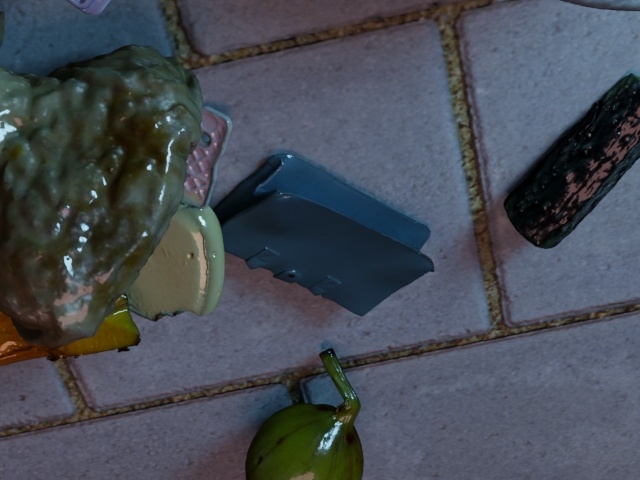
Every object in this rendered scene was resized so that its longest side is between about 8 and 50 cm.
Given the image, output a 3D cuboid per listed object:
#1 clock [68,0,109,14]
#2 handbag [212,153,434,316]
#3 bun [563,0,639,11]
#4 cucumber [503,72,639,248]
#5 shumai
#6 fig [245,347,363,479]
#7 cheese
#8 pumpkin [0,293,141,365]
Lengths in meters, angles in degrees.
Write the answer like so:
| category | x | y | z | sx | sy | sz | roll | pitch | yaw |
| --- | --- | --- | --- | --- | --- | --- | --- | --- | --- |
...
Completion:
| category | x | y | z | sx | sy | sz | roll | pitch | yaw |
| --- | --- | --- | --- | --- | --- | --- | --- | --- | --- |
| clock | -0.219 | -0.296 | 1.372 | 0.193 | 0.073 | 0.144 | 36 | 124 | -12 |
| handbag | 0.000 | 0.000 | 1.778 | 0.221 | 0.057 | 0.144 | 24 | 136 | -31 |
| bun | 0.244 | -0.348 | 1.338 | 0.354 | 0.194 | 0.354 | -4 | 134 | -4 |
| cucumber | 0.284 | -0.078 | 1.722 | 0.078 | 0.062 | 0.211 | 23 | 129 | -28 |
| shumai | -0.270 | -0.078 | 1.482 | 0.262 | 0.314 | 0.267 | 30 | 137 | -28 |
| fig | 0.000 | 0.245 | 1.971 | 0.186 | 0.148 | 0.142 | -36 | 135 | 29 |
| cheese | -0.138 | -0.024 | 1.712 | 0.127 | 0.050 | 0.255 | 29 | 124 | 11 |
| pumpkin | -0.300 | 0.066 | 1.788 | 0.254 | 0.149 | 0.130 | -13 | 93 | 16 |
